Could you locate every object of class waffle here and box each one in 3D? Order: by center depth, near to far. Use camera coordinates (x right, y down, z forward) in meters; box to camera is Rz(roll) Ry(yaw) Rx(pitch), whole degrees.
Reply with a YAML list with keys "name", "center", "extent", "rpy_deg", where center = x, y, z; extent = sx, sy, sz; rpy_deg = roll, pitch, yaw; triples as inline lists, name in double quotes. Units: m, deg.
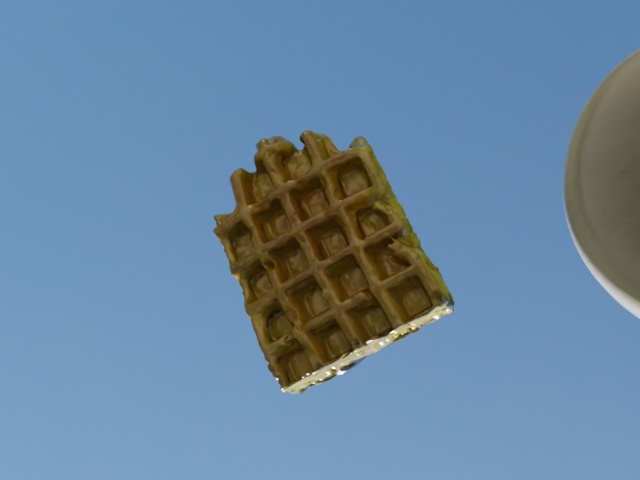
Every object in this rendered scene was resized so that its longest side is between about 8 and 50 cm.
- name: "waffle"
  center: [0.000, 0.000, 0.997]
  extent: [0.160, 0.055, 0.211]
  rpy_deg: [-29, -110, 14]

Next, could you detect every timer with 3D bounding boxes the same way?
- name: "timer"
  center: [0.281, -0.045, 0.809]
  extent: [0.233, 0.240, 0.234]
  rpy_deg: [-7, -107, 24]
